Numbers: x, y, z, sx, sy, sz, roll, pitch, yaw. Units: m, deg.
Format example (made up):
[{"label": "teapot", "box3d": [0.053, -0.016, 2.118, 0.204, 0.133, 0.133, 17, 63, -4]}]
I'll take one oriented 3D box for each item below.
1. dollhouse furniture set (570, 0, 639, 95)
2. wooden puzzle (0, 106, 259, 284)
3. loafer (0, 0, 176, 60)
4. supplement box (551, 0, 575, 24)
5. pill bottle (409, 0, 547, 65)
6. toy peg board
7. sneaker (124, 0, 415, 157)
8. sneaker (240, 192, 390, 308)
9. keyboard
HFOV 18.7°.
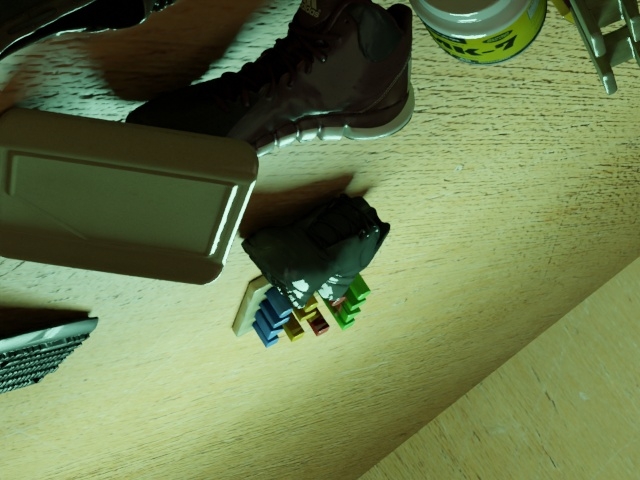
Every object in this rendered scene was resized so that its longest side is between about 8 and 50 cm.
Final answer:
[{"label": "dollhouse furniture set", "box3d": [0.316, -0.285, 1.763, 0.212, 0.161, 0.242, -22, 152, 5]}, {"label": "wooden puzzle", "box3d": [-0.178, -0.041, 1.705, 0.221, 0.044, 0.238, 8, 152, -8]}, {"label": "loafer", "box3d": [-0.166, -0.174, 1.404, 0.267, 0.084, 0.096, -18, 158, -44]}, {"label": "supplement box", "box3d": [0.289, -0.307, 1.882, 0.188, 0.104, 0.081, -38, 165, 17]}, {"label": "pill bottle", "box3d": [0.139, -0.231, 1.752, 0.119, 0.119, 0.208, -35, 170, 6]}, {"label": "toy peg board", "box3d": [-0.016, 0.082, 2.508, 0.161, 0.079, 0.161, -27, 163, -21]}, {"label": "sneaker", "box3d": [-0.041, -0.164, 1.725, 0.281, 0.106, 0.162, -13, 132, -25]}, {"label": "sneaker", "box3d": [0.000, 0.000, 2.282, 0.130, 0.109, 0.286, -44, 172, 14]}, {"label": "keyboard", "box3d": [-0.356, 0.155, 2.051, 0.201, 0.033, 0.317, -37, 172, 14]}]
